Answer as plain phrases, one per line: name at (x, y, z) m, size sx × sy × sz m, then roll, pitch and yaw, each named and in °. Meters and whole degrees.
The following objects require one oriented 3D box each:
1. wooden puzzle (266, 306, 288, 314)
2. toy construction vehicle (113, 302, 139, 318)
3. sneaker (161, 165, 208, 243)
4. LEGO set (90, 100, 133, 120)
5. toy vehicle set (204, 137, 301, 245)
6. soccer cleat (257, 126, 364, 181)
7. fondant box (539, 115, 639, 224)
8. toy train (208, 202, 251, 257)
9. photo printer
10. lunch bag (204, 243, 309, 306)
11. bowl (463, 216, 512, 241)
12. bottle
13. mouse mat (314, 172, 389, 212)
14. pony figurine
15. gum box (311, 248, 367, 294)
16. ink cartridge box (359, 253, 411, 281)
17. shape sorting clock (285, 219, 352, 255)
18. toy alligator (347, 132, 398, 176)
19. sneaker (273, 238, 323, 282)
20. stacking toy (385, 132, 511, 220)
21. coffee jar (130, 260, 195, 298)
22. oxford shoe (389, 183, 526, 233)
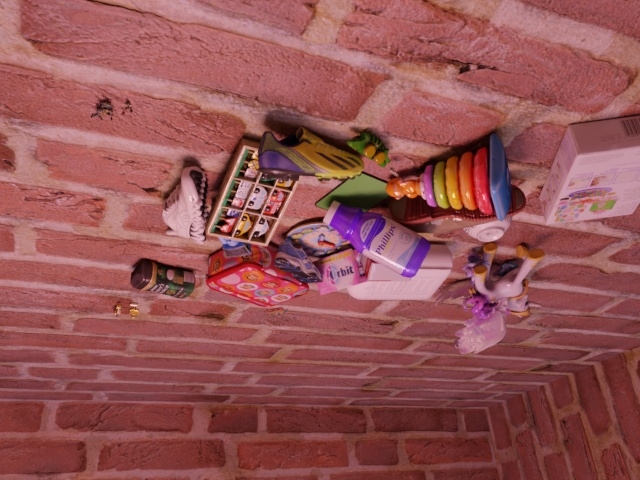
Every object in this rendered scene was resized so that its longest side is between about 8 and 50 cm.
wooden puzzle at (-0.162, 0.267, 2.237) m, size 0.083 × 0.006 × 0.049 m, roll -11°, pitch 151°, yaw 10°
toy construction vehicle at (-0.682, 0.250, 2.086) m, size 0.085 × 0.035 × 0.098 m, roll 8°, pitch 149°, yaw -23°
sneaker at (-0.340, -0.082, 1.478) m, size 0.118 × 0.110 × 0.292 m, roll 8°, pitch 149°, yaw -6°
LEGO set at (-0.426, -0.268, 1.206) m, size 0.083 × 0.024 × 0.054 m, roll -9°, pitch 156°, yaw -22°
toy vehicle set at (-0.157, -0.109, 1.425) m, size 0.165 × 0.035 × 0.267 m, roll 11°, pitch 126°, yaw -27°
soccer cleat at (-0.010, -0.194, 1.335) m, size 0.289 × 0.121 × 0.093 m, roll -4°, pitch -173°, yaw -37°
fondant box at (0.715, -0.171, 1.503) m, size 0.238 × 0.096 × 0.330 m, roll -7°, pitch 151°, yaw 3°
toy train at (-0.237, -0.032, 1.576) m, size 0.080 × 0.105 × 0.184 m, roll -10°, pitch 151°, yaw 8°
photo printer at (0.236, 0.104, 1.907) m, size 0.307 × 0.107 × 0.256 m, roll 1°, pitch 151°, yaw -10°
lunch bag at (-0.205, 0.111, 1.843) m, size 0.258 × 0.120 × 0.293 m, roll -22°, pitch 146°, yaw 35°
bowl at (0.480, -0.048, 1.702) m, size 0.169 × 0.080 × 0.170 m, roll -4°, pitch 152°, yaw -2°
bottle at (0.145, -0.012, 1.567) m, size 0.282 × 0.118 × 0.092 m, roll 29°, pitch 173°, yaw 4°
mouse mat at (0.096, -0.117, 1.584) m, size 0.152 × 0.007 × 0.189 m, roll 17°, pitch 143°, yaw -35°
pony figurine at (0.572, 0.176, 1.979) m, size 0.350 × 0.303 × 0.364 m, roll -16°, pitch 136°, yaw 1°
gum box at (0.064, 0.092, 1.806) m, size 0.062 × 0.107 × 0.188 m, roll -12°, pitch 174°, yaw -43°
ink cartridge box at (0.182, 0.033, 1.689) m, size 0.127 × 0.175 × 0.073 m, roll 0°, pitch 129°, yaw -11°
shape sorting clock at (0.000, 0.000, 1.744) m, size 0.206 × 0.041 × 0.206 m, roll -4°, pitch 151°, yaw -2°
toy alligator at (0.134, -0.208, 1.384) m, size 0.189 × 0.056 × 0.051 m, roll 24°, pitch 99°, yaw -42°
sneaker at (-0.054, 0.068, 1.754) m, size 0.080 × 0.081 × 0.211 m, roll -7°, pitch 151°, yaw 30°
stacking toy at (0.307, -0.138, 1.460) m, size 0.301 × 0.175 × 0.166 m, roll -5°, pitch 151°, yaw 22°
coffee jar at (-0.489, 0.123, 1.842) m, size 0.184 × 0.079 × 0.096 m, roll 19°, pitch 143°, yaw -36°
oxford shoe at (0.366, -0.085, 1.588) m, size 0.347 × 0.123 × 0.130 m, roll -2°, pitch 156°, yaw 16°
